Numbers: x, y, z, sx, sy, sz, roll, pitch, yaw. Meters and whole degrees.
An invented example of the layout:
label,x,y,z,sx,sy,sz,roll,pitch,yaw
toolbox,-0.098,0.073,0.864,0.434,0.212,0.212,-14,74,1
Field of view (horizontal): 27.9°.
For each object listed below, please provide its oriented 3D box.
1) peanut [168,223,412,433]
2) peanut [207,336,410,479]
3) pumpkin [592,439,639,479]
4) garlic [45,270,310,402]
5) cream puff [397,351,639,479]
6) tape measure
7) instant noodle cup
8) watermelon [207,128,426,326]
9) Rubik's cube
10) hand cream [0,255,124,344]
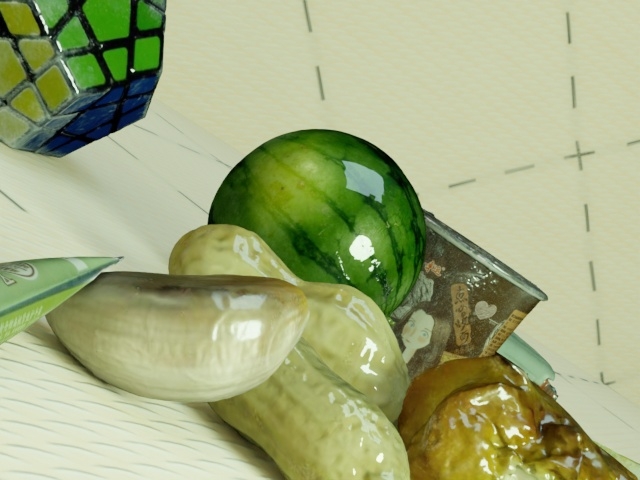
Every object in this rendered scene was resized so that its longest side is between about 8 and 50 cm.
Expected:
label,x,y,z,sx,sy,sz,roll,pitch,yaw
peanut,-0.023,0.080,1.200,0.274,0.125,0.111,35,25,2
peanut,-0.015,0.135,0.978,0.214,0.090,0.098,41,-34,31
pumpkin,0.292,0.277,1.514,0.217,0.110,0.217,24,-1,0
garlic,-0.106,0.065,0.913,0.196,0.087,0.101,2,19,1
cream puff,0.168,0.208,1.136,0.241,0.155,0.269,46,6,41
tape measure,0.215,0.151,1.950,0.246,0.125,0.243,43,3,40
instant noodle cup,0.134,0.090,1.576,0.217,0.207,0.217,33,5,-3
watermelon,-0.003,-0.004,1.429,0.242,0.242,0.242,34,6,-4
Rubik's cube,-0.326,-0.254,1.523,0.264,0.319,0.319,63,11,9
hand cream,-0.202,0.032,0.829,0.086,0.055,0.235,-7,7,10
